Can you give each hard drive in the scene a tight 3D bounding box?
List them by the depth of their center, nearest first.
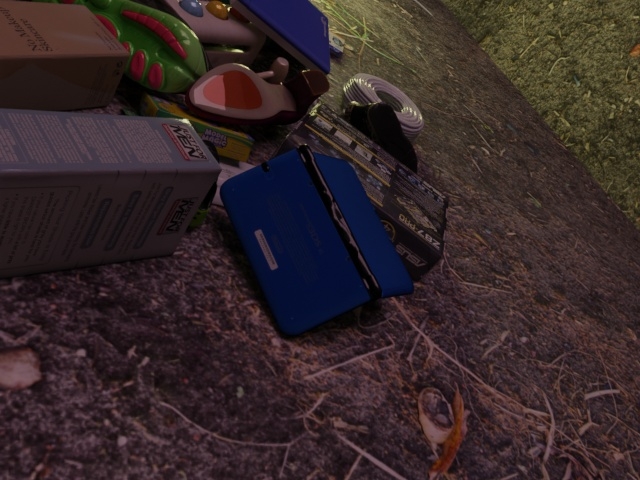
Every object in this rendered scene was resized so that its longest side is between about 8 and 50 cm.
[{"bbox_3d":[-0.093,-0.576,1.530,0.318,0.040,0.210,28,50,-43],"label":"hard drive"}]

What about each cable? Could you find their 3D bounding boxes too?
[{"bbox_3d":[0.176,-0.377,1.732,0.257,0.089,0.257,20,37,-26],"label":"cable"}]

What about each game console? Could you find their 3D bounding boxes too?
[{"bbox_3d":[0.000,0.000,1.064,0.173,0.250,0.293,77,-13,-73],"label":"game console"}]

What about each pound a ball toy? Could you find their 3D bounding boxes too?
[{"bbox_3d":[-0.222,-0.472,1.425,0.208,0.136,0.319,49,35,16],"label":"pound a ball toy"}]

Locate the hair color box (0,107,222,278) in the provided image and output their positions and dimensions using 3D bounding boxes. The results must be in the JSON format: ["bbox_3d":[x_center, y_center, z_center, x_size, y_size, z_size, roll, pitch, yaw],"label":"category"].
[{"bbox_3d":[-0.333,-0.060,0.779,0.374,0.185,0.113,-8,54,-48],"label":"hair color box"}]

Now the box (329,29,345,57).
[{"bbox_3d":[0.036,-0.641,1.973,0.081,0.028,0.136,29,37,-14],"label":"box"}]

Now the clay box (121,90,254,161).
[{"bbox_3d":[-0.248,-0.217,1.137,0.222,0.053,0.127,14,19,-34],"label":"clay box"}]

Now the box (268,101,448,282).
[{"bbox_3d":[0.100,-0.122,1.329,0.395,0.097,0.318,36,27,-6],"label":"box"}]

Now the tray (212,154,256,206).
[{"bbox_3d":[-0.179,-0.119,1.140,0.270,0.030,0.145,16,40,-31],"label":"tray"}]

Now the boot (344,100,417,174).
[{"bbox_3d":[0.152,-0.248,1.541,0.236,0.085,0.178,64,-12,-25],"label":"boot"}]

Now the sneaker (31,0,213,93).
[{"bbox_3d":[-0.402,-0.437,1.221,0.483,0.185,0.202,45,7,14],"label":"sneaker"}]

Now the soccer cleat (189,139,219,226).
[{"bbox_3d":[-0.196,-0.105,1.028,0.060,0.072,0.179,22,54,-27],"label":"soccer cleat"}]

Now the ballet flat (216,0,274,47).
[{"bbox_3d":[-0.203,-0.614,1.674,0.203,0.074,0.074,42,33,-6],"label":"ballet flat"}]

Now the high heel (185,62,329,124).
[{"bbox_3d":[-0.152,-0.270,1.255,0.377,0.181,0.127,-16,83,-47],"label":"high heel"}]

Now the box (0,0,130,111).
[{"bbox_3d":[-0.484,-0.292,0.972,0.148,0.121,0.311,46,34,10],"label":"box"}]
